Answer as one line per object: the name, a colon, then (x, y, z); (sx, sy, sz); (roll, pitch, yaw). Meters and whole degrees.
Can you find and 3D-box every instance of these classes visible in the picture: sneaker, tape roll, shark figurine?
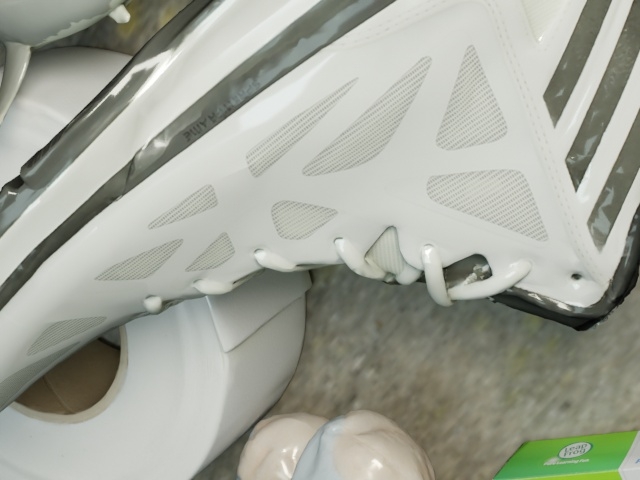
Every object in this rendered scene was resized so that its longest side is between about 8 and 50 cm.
sneaker: (0.000, 0.000, 0.825); (0.447, 0.169, 0.257); (-42, 99, 18)
tape roll: (-0.152, 0.027, 1.041); (0.286, 0.100, 0.286); (13, 118, 27)
shark figurine: (-0.138, -0.167, 0.883); (0.278, 0.166, 0.116); (-22, 128, 41)

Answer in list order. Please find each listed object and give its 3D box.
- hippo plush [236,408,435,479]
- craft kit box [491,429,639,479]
hippo plush: (-0.049, 0.234, 0.961); (0.294, 0.237, 0.234); (-23, 84, 49)
craft kit box: (0.246, 0.217, 0.911); (0.250, 0.061, 0.246); (-12, 102, 36)
